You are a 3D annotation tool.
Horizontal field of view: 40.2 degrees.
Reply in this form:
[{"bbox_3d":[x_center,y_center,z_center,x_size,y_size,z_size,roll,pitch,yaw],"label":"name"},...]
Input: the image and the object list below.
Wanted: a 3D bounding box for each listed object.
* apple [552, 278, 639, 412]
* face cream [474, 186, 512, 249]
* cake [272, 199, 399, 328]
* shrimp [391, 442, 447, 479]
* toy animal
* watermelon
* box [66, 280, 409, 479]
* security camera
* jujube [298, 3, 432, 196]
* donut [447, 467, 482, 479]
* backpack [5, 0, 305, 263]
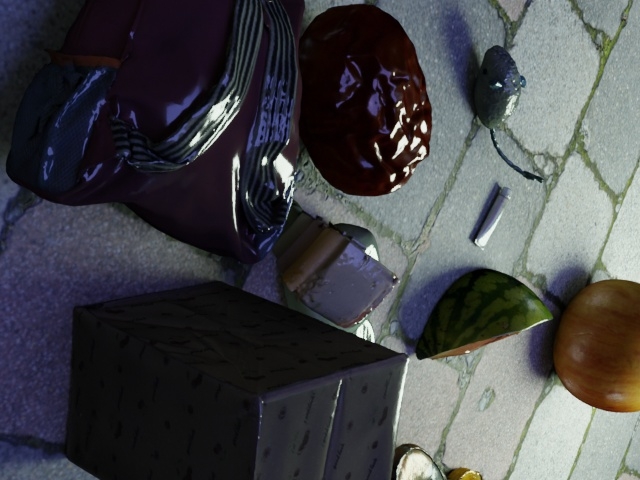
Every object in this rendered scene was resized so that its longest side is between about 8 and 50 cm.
[{"bbox_3d":[0.623,0.220,1.809,0.286,0.233,0.286,-21,118,-44],"label":"apple"},{"bbox_3d":[0.297,-0.038,1.498,0.038,0.020,0.115,39,76,-50],"label":"face cream"},{"bbox_3d":[-0.012,0.018,1.012,0.109,0.225,0.090,35,90,-30],"label":"cake"},{"bbox_3d":[0.165,0.469,1.480,0.290,0.054,0.222,43,51,-55],"label":"shrimp"},{"bbox_3d":[0.289,-0.191,1.383,0.070,0.079,0.253,-29,127,-12],"label":"toy animal"},{"bbox_3d":[0.290,0.113,1.512,0.303,0.159,0.128,-8,72,-49],"label":"watermelon"},{"bbox_3d":[-0.094,0.178,0.922,0.225,0.297,0.190,-7,107,-47],"label":"box"},{"bbox_3d":[0.030,0.120,1.215,0.157,0.080,0.301,-36,132,-35],"label":"security camera"},{"bbox_3d":[0.047,-0.163,1.056,0.174,0.174,0.250,-54,148,-20],"label":"jujube"},{"bbox_3d":[0.268,0.458,1.649,0.083,0.038,0.067,-5,111,-43],"label":"donut"},{"bbox_3d":[-0.116,-0.156,0.837,0.283,0.197,0.317,23,86,-49],"label":"backpack"}]
